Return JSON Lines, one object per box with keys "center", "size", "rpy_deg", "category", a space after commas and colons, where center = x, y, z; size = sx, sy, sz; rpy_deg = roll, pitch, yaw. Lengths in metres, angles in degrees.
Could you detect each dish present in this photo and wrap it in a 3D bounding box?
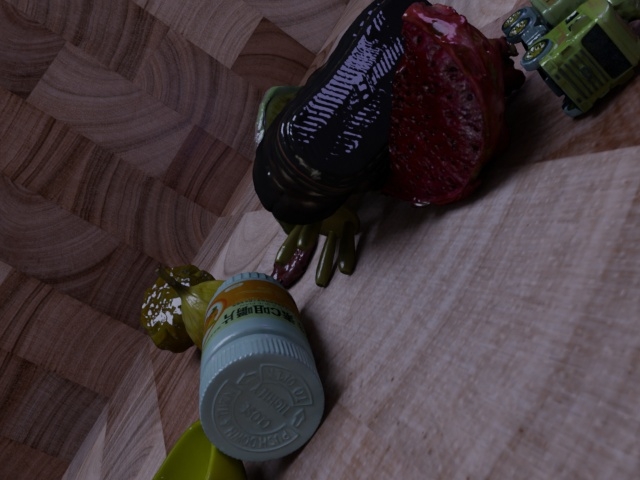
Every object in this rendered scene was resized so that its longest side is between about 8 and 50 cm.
{"center": [-0.171, 0.381, 0.716], "size": [0.262, 0.108, 0.221], "rpy_deg": [-54, 17, 6], "category": "dish"}

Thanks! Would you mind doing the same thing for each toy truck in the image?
{"center": [0.274, -0.223, 0.581], "size": [0.116, 0.085, 0.191], "rpy_deg": [-42, 20, 30], "category": "toy truck"}

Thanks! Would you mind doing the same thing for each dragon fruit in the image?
{"center": [0.182, -0.175, 0.664], "size": [0.211, 0.134, 0.262], "rpy_deg": [-51, -24, -29], "category": "dragon fruit"}

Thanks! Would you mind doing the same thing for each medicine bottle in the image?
{"center": [-0.096, 0.161, 0.809], "size": [0.158, 0.158, 0.318], "rpy_deg": [-56, 17, 7], "category": "medicine bottle"}

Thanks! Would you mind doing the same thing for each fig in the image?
{"center": [-0.223, 0.129, 1.072], "size": [0.159, 0.257, 0.159], "rpy_deg": [-33, 30, 22], "category": "fig"}

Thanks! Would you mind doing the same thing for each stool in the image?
{"center": [0.000, 0.000, 0.906], "size": [0.135, 0.134, 0.110], "rpy_deg": [66, -145, -53], "category": "stool"}

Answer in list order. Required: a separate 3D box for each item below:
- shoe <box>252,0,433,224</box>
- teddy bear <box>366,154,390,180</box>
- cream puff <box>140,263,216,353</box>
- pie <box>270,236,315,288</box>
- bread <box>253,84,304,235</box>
{"center": [0.046, -0.193, 0.835], "size": [0.384, 0.171, 0.237], "rpy_deg": [-57, 9, -25], "category": "shoe"}
{"center": [0.095, -0.162, 0.974], "size": [0.213, 0.111, 0.133], "rpy_deg": [-16, 62, 31], "category": "teddy bear"}
{"center": [-0.364, 0.180, 1.457], "size": [0.196, 0.244, 0.244], "rpy_deg": [85, -160, -52], "category": "cream puff"}
{"center": [-0.056, 0.035, 1.133], "size": [0.153, 0.038, 0.153], "rpy_deg": [-51, 20, 27], "category": "pie"}
{"center": [-0.038, -0.142, 1.013], "size": [0.045, 0.301, 0.301], "rpy_deg": [-4, 47, 27], "category": "bread"}
